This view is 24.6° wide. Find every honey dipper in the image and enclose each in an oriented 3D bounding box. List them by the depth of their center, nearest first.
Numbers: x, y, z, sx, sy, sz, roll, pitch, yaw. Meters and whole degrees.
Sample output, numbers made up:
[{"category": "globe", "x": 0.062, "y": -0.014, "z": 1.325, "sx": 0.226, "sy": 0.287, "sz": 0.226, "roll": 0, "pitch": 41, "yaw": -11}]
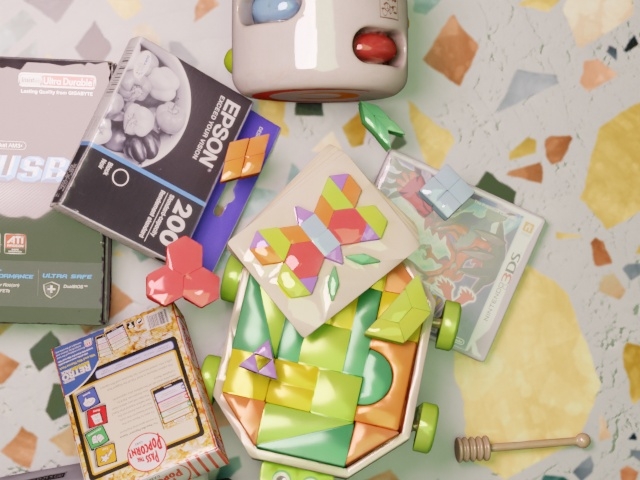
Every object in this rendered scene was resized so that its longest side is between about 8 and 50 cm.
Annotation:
[{"category": "honey dipper", "x": 0.237, "y": 0.239, "z": 1.704, "sx": 0.160, "sy": 0.030, "sz": 0.030, "roll": -2, "pitch": 91, "yaw": -8}]

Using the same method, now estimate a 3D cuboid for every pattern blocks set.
[{"category": "pattern blocks set", "x": 0.000, "y": 0.000, "z": 1.589, "sx": 0.285, "sy": 0.026, "sz": 0.325, "roll": 36, "pitch": 76, "yaw": 2}]

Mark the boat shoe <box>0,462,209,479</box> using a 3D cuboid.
[{"category": "boat shoe", "x": -0.269, "y": 0.309, "z": 1.612, "sx": 0.306, "sy": 0.113, "sz": 0.105, "roll": -9, "pitch": 98, "yaw": -3}]

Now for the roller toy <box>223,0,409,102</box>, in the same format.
[{"category": "roller toy", "x": 0.002, "y": -0.229, "z": 1.590, "sx": 0.209, "sy": 0.191, "sz": 0.146, "roll": 0, "pitch": 90, "yaw": -6}]

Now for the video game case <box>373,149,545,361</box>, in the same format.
[{"category": "video game case", "x": 0.134, "y": 0.018, "z": 1.692, "sx": 0.201, "sy": 0.023, "sz": 0.183, "roll": 24, "pitch": 88, "yaw": -6}]

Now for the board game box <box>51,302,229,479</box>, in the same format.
[{"category": "board game box", "x": -0.195, "y": 0.176, "z": 1.568, "sx": 0.146, "sy": 0.045, "sz": 0.193, "roll": -22, "pitch": 57, "yaw": 2}]

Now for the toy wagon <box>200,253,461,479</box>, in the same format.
[{"category": "toy wagon", "x": 0.001, "y": 0.160, "z": 1.613, "sx": 0.267, "sy": 0.068, "sz": 0.344, "roll": 12, "pitch": 77, "yaw": 3}]

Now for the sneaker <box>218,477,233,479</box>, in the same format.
[{"category": "sneaker", "x": -0.149, "y": 0.374, "z": 1.639, "sx": 0.130, "sy": 0.087, "sz": 0.227, "roll": 44, "pitch": 89, "yaw": -7}]

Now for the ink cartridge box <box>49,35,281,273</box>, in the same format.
[{"category": "ink cartridge box", "x": -0.159, "y": -0.083, "z": 1.608, "sx": 0.208, "sy": 0.045, "sz": 0.206, "roll": 28, "pitch": 80, "yaw": -25}]

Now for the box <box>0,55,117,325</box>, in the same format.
[{"category": "box", "x": -0.374, "y": -0.057, "z": 1.616, "sx": 0.295, "sy": 0.073, "sz": 0.293, "roll": 3, "pitch": 91, "yaw": -7}]
